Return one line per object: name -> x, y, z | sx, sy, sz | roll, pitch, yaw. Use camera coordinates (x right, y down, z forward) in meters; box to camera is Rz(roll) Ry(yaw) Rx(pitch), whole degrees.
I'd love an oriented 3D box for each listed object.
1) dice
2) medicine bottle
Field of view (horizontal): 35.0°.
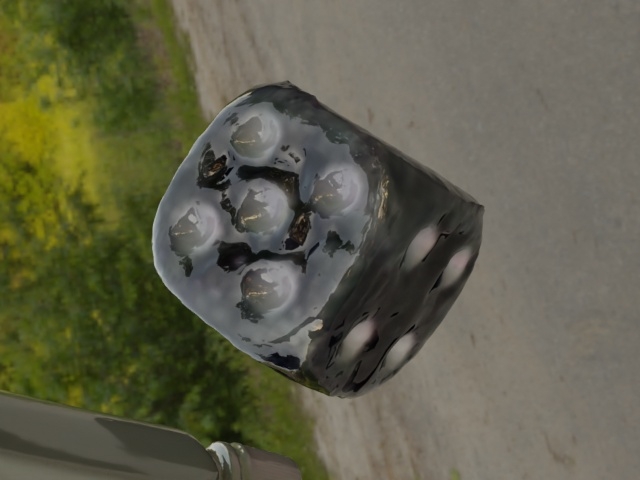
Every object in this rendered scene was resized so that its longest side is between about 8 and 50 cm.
dice -> 0.000, 0.000, 0.760 | 0.181, 0.182, 0.183 | 37, 96, 30
medicine bottle -> -0.102, 0.108, 0.440 | 0.119, 0.183, 0.069 | 5, 80, 67
